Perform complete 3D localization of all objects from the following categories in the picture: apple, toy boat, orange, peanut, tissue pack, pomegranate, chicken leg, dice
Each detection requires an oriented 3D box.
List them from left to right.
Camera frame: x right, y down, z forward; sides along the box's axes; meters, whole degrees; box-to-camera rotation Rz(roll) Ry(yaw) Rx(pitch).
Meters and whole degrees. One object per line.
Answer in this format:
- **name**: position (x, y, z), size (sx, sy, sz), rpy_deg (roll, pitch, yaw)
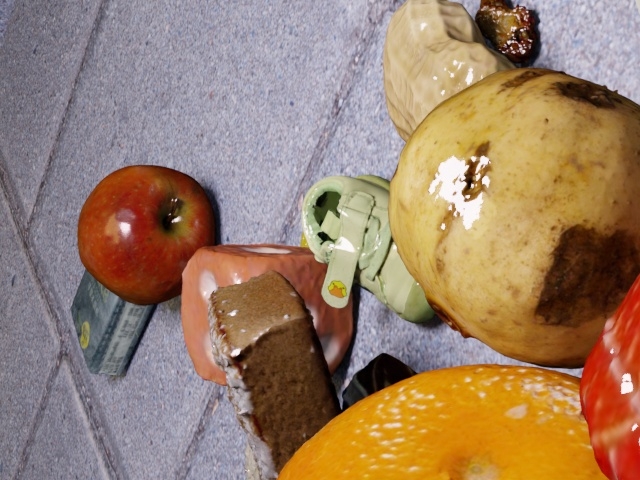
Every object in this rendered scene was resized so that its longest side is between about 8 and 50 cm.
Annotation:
- **tissue pack**: position (-0.360, 0.086, 2.194), size (0.257, 0.081, 0.185), rpy_deg (-63, 36, 30)
- **apple**: position (-0.283, -0.006, 1.956), size (0.230, 0.230, 0.230), rpy_deg (-21, 65, 56)
- **dice**: position (-0.074, 0.097, 1.607), size (0.175, 0.174, 0.179), rpy_deg (12, 101, 53)
- **toy boat**: position (0.085, 0.233, 1.392), size (0.262, 0.114, 0.115), rpy_deg (-114, 38, -50)
- **peanut**: position (0.146, -0.161, 1.379), size (0.233, 0.110, 0.196), rpy_deg (-120, 23, -47)
- **orange**: position (0.143, 0.302, 1.016), size (0.424, 0.424, 0.326), rpy_deg (40, 150, 55)
- **chicken leg**: position (0.204, -0.255, 1.389), size (0.062, 0.037, 0.145), rpy_deg (-49, 46, 28)
- **pomegranate**: position (0.201, -0.018, 1.101), size (0.281, 0.281, 0.281), rpy_deg (-21, 65, 56)

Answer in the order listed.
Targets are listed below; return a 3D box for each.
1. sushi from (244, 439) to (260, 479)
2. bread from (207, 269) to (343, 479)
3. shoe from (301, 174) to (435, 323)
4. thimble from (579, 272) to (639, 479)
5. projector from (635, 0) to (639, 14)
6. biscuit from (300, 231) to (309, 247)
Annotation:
- **sushi**: position (-0.057, 0.320, 1.638), size (0.090, 0.078, 0.150), rpy_deg (-42, 49, 55)
- **bread**: position (-0.017, 0.250, 1.373), size (0.165, 0.113, 0.416), rpy_deg (-122, 14, -70)
- **shoe**: position (0.064, 0.010, 1.494), size (0.262, 0.128, 0.140), rpy_deg (-126, 38, -53)
- **thimble**: position (0.348, 0.107, 0.786), size (0.230, 0.350, 0.350), rpy_deg (-60, 37, 22)
- **projector**: position (0.339, -0.315, 1.038), size (0.259, 0.079, 0.257), rpy_deg (-3, 110, 60)
- **biscuit**: position (0.000, 0.000, 1.676), size (0.084, 0.023, 0.084), rpy_deg (-18, 68, 58)
